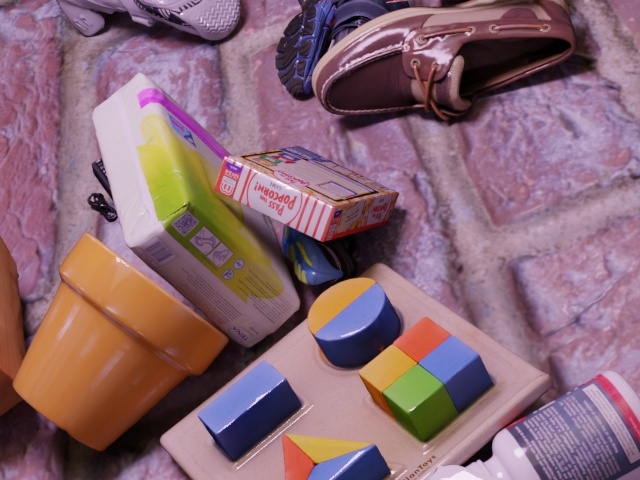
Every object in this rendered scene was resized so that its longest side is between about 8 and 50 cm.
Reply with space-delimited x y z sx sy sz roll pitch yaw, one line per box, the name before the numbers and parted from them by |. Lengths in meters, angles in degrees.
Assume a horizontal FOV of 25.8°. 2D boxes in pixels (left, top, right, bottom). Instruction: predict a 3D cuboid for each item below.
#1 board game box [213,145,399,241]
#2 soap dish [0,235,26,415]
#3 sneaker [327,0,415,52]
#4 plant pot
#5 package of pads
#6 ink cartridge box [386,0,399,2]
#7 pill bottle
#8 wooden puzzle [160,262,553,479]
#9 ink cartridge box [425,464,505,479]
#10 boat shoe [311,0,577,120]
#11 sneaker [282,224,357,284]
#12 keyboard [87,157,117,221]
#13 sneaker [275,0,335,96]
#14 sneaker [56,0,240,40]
board game box | -0.012 -0.058 1.614 0.147 0.045 0.193 26 17 20
soap dish | -0.464 0.129 1.693 0.229 0.118 0.291 -36 39 14
sneaker | 0.029 -0.330 1.864 0.086 0.226 0.163 -20 39 45
plant pot | -0.239 0.125 1.571 0.205 0.205 0.188 32 82 44
package of pads | -0.147 -0.034 1.645 0.101 0.229 0.296 -37 38 11
ink cartridge box | 0.207 -0.355 1.829 0.189 0.066 0.232 -4 7 24
pill bottle | 0.221 0.208 1.296 0.180 0.108 0.108 -29 41 -3
wooden puzzle | 0.016 0.163 1.429 0.322 0.080 0.348 -39 33 -13
ink cartridge box | 0.188 0.328 1.042 0.226 0.306 0.131 11 54 36
boat shoe | 0.156 -0.220 1.760 0.342 0.123 0.123 -14 41 6
sneaker | 0.000 0.000 1.664 0.078 0.067 0.188 7 26 -17
keyboard | -0.263 -0.070 1.895 0.108 0.023 0.180 -34 41 -7
sneaker | 0.006 -0.294 1.939 0.083 0.087 0.221 -11 55 54
sneaker | -0.285 -0.393 2.156 0.366 0.210 0.137 33 64 7
